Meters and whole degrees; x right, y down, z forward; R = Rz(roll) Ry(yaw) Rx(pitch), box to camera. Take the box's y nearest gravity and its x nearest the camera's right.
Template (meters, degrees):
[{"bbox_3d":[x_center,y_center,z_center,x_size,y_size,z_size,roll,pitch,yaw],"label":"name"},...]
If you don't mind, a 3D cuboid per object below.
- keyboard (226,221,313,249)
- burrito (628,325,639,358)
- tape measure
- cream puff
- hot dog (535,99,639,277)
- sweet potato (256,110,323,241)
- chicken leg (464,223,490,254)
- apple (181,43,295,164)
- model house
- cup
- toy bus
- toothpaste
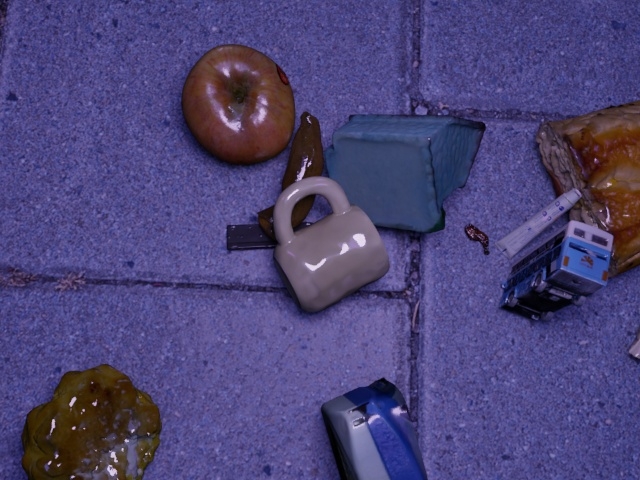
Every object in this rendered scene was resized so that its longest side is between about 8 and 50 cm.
[{"bbox_3d":[-0.110,-0.009,1.387,0.196,0.018,0.060,-2,70,-4],"label":"keyboard"},{"bbox_3d":[0.822,0.119,1.387,0.117,0.076,0.392,37,77,4],"label":"burrito"},{"bbox_3d":[0.101,0.410,1.189,0.138,0.259,0.262,-15,83,-6],"label":"tape measure"},{"bbox_3d":[-0.446,0.385,1.209,0.282,0.185,0.281,18,64,-41],"label":"cream puff"},{"bbox_3d":[0.711,-0.143,1.385,0.366,0.196,0.367,-20,85,-6],"label":"hot dog"},{"bbox_3d":[-0.056,-0.133,1.334,0.112,0.085,0.285,18,100,10],"label":"sweet potato"},{"bbox_3d":[0.361,-0.006,1.414,0.083,0.021,0.036,46,69,2],"label":"chicken leg"},{"bbox_3d":[-0.175,-0.290,1.355,0.261,0.194,0.260,1,80,-3],"label":"apple"},{"bbox_3d":[0.191,-0.182,1.361,0.281,0.229,0.249,11,36,35],"label":"model house"},{"bbox_3d":[0.009,0.013,1.275,0.202,0.255,0.173,-28,45,-11],"label":"cup"},{"bbox_3d":[0.468,0.074,1.266,0.106,0.297,0.130,21,71,1],"label":"toy bus"},{"bbox_3d":[0.471,-0.037,1.354,0.052,0.218,0.033,48,36,6],"label":"toothpaste"}]
